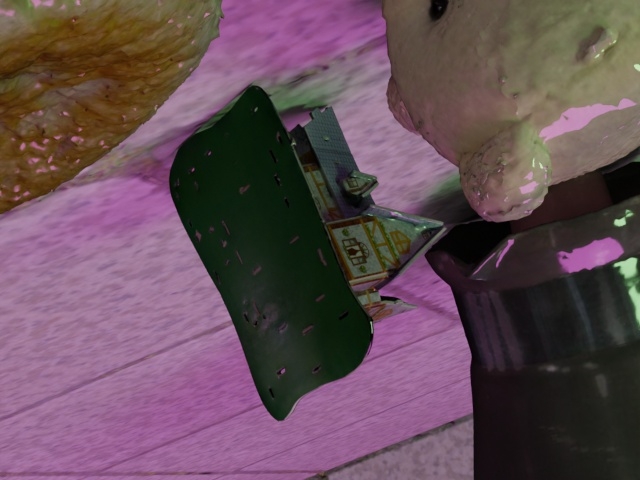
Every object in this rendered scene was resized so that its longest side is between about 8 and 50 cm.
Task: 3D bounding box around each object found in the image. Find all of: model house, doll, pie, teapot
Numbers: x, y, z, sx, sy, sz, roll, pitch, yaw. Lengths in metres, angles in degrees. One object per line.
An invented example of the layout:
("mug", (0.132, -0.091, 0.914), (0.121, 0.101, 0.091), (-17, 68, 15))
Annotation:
("model house", (0.000, 0.000, 0.880), (0.088, 0.167, 0.117), (-13, 160, -40))
("doll", (0.106, -0.112, 0.742), (0.175, 0.149, 0.278), (-55, 177, 11))
("pie", (-0.183, -0.053, 0.614), (0.323, 0.070, 0.323), (-19, 170, -4))
("teapot", (0.264, 0.110, 1.283), (0.306, 0.361, 0.376), (-9, -169, 45))
